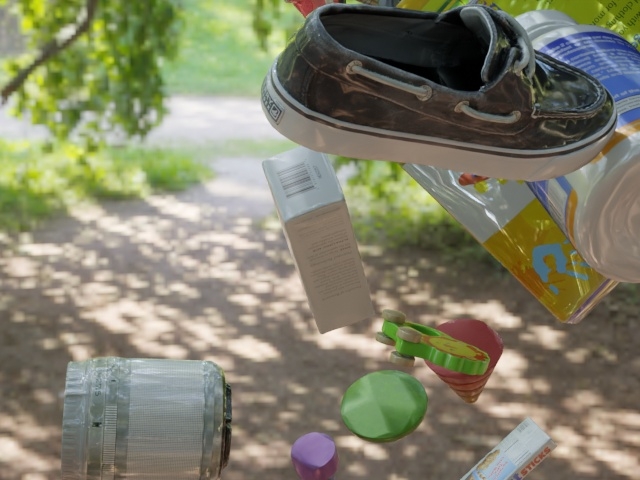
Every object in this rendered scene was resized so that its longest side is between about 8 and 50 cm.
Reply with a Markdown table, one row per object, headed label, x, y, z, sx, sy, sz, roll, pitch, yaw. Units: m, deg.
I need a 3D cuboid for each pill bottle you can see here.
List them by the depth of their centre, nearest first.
| label | x | y | z | sx | sy | sz | roll | pitch | yaw |
| --- | --- | --- | --- | --- | --- | --- | --- | --- | --- |
| pill bottle | 0.242 | -0.097 | 1.159 | 0.152 | 0.152 | 0.272 | -3 | 35 | -16 |

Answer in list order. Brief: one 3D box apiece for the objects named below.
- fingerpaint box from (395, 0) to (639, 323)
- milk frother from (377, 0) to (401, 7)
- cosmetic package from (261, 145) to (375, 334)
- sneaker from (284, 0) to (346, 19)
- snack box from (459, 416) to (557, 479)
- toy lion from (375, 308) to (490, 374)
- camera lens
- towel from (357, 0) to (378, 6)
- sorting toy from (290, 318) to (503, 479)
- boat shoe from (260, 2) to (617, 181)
| label | x | y | z | sx | sy | sz | roll | pitch | yaw |
| --- | --- | --- | --- | --- | --- | --- | --- | --- | --- |
| fingerpaint box | 0.293 | -0.192 | 1.410 | 0.371 | 0.445 | 0.163 | 45 | 9 | 14 |
| milk frother | 0.152 | -0.292 | 1.706 | 0.143 | 0.134 | 0.129 | -12 | -35 | 18 |
| cosmetic package | 0.000 | 0.000 | 1.665 | 0.085 | 0.231 | 0.117 | -20 | 49 | -1 |
| sneaker | -0.060 | -0.358 | 1.563 | 0.136 | 0.314 | 0.116 | -16 | 38 | 11 |
| snack box | 0.231 | 0.314 | 1.748 | 0.178 | 0.022 | 0.064 | -43 | 29 | -1 |
| toy lion | 0.108 | 0.100 | 1.230 | 0.096 | 0.034 | 0.100 | 13 | 10 | -13 |
| camera lens | -0.291 | 0.308 | 2.208 | 0.274 | 0.219 | 0.219 | 3 | 10 | -8 |
| towel | 0.219 | -0.423 | 1.984 | 0.370 | 0.271 | 0.040 | 16 | 41 | -22 |
| sorting toy | 0.122 | 0.263 | 1.936 | 0.365 | 0.126 | 0.127 | -33 | 45 | -19 |
| boat shoe | 0.107 | -0.118 | 0.937 | 0.301 | 0.102 | 0.108 | 4 | 49 | -29 |
